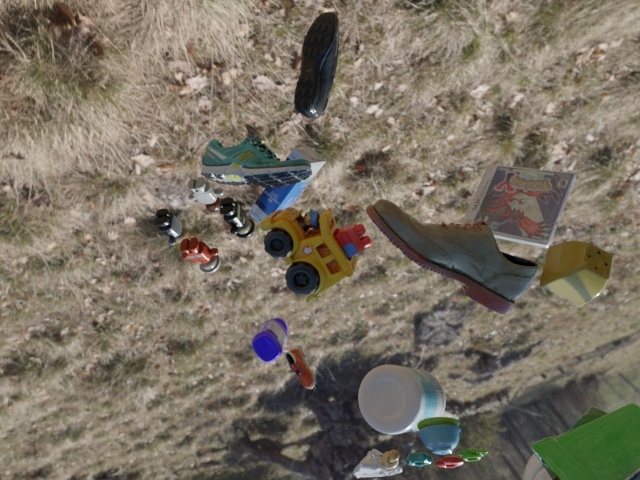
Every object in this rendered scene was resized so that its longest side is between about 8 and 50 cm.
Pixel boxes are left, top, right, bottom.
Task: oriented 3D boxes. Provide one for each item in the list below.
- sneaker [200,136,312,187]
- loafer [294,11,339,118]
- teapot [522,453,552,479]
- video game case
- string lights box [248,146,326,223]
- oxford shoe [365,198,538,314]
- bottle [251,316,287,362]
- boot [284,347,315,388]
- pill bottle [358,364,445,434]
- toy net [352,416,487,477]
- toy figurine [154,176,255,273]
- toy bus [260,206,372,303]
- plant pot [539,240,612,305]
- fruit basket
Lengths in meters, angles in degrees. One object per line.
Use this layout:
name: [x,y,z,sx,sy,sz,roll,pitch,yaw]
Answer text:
sneaker: [-0.151,-0.185,1.106,0.107,0.275,0.110,29,70,-72]
loafer: [-0.002,-0.376,1.046,0.078,0.076,0.223,7,97,-62]
teapot: [0.561,0.565,1.067,0.187,0.252,0.256,25,96,-43]
video game case: [0.446,-0.086,1.101,0.023,0.201,0.183,41,71,-46]
string lights box: [-0.104,-0.167,1.512,0.259,0.077,0.133,-51,172,22]
oxford shoe: [0.249,0.001,0.914,0.348,0.123,0.130,30,109,-12]
bottle: [-0.183,0.365,1.852,0.092,0.283,0.118,-35,95,9]
boot: [-0.079,0.467,1.744,0.059,0.158,0.085,-35,161,17]
pill bottle: [0.205,0.374,1.138,0.146,0.146,0.264,-44,148,11]
toy net: [0.153,0.358,0.813,0.122,0.045,0.232,29,133,-31]
toy figurine: [-0.310,-0.042,1.302,0.213,0.209,0.148,-49,151,-11]
toy bus: [0.000,0.000,1.099,0.211,0.149,0.220,-30,99,19]
plant pot: [0.429,0.047,0.796,0.083,0.081,0.081,116,-1,-66]
fruit basket: [0.230,0.331,0.488,0.353,0.165,0.327,-37,130,6]
